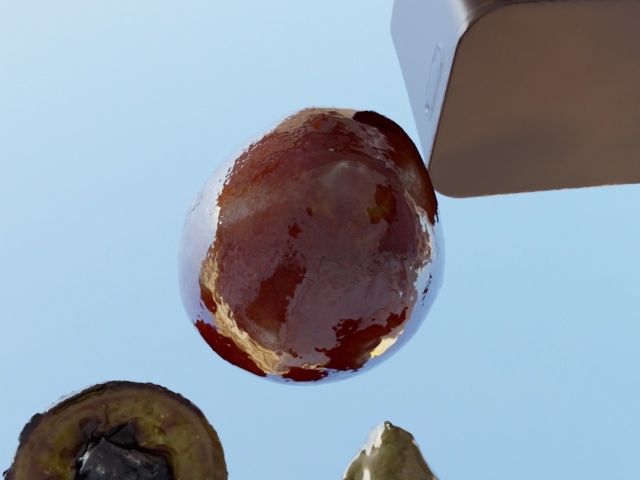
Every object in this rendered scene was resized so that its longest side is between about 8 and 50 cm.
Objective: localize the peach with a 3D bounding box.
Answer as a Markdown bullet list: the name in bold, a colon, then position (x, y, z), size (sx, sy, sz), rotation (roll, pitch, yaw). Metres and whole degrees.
- **peach**: position (0.000, 0.000, 0.876), size (0.200, 0.243, 0.243), rotation (34, -132, -9)

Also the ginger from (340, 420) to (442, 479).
- **ginger**: position (0.140, 0.314, 0.806), size (0.348, 0.122, 0.363), rotation (19, -136, 12)

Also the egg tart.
- **egg tart**: position (-0.201, 0.260, 1.127), size (0.215, 0.170, 0.215), rotation (4, -126, -6)

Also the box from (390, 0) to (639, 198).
- **box**: position (0.254, -0.210, 1.115), size (0.340, 0.239, 0.229), rotation (-4, -131, -11)
